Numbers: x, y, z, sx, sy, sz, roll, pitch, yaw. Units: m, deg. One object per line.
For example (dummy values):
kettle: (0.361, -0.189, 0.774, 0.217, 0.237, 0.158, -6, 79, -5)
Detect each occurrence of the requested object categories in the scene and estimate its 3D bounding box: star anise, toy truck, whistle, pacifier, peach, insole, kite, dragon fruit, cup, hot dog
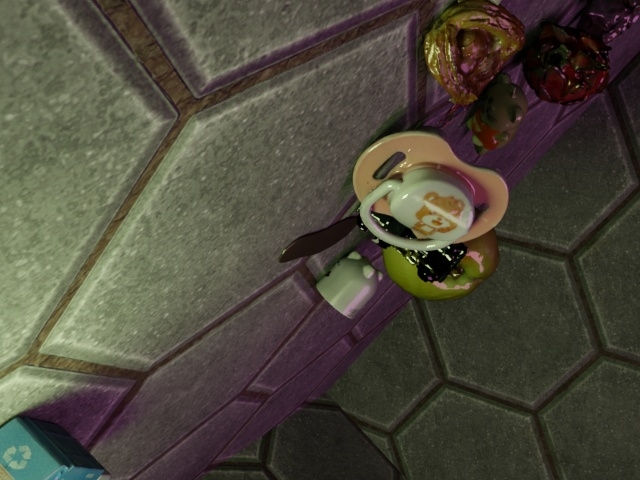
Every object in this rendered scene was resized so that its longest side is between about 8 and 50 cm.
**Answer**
star anise: (0.758, -0.601, 1.879, 0.332, 0.117, 0.331, -37, 160, -16)
toy truck: (0.212, -0.026, 1.704, 0.127, 0.257, 0.127, -29, 159, -55)
whistle: (0.427, -0.293, 1.838, 0.106, 0.131, 0.288, -10, 159, -11)
pacifier: (0.223, -0.115, 1.522, 0.220, 0.332, 0.273, -2, -117, 65)
peach: (0.296, 0.013, 1.939, 0.281, 0.315, 0.314, -50, 131, 7)
insole: (0.000, 0.000, 1.696, 0.111, 0.007, 0.328, -53, 163, 27)
kite: (0.318, -0.306, 1.704, 0.241, 0.014, 0.183, -48, 164, 19)
dragon fruit: (0.569, -0.412, 1.750, 0.274, 0.192, 0.193, -8, 151, -48)
cup: (0.089, 0.110, 1.994, 0.142, 0.134, 0.173, -49, 164, 8)
hot dog: (0.272, -0.328, 1.311, 0.175, 0.114, 0.259, -51, 165, 18)
toy truck: (-0.477, 0.411, 1.259, 0.175, 0.146, 0.367, -46, 166, -13)

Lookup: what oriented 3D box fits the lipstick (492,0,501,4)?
lipstick: (0.304, -0.462, 1.154, 0.063, 0.057, 0.186, 17, 115, -42)
